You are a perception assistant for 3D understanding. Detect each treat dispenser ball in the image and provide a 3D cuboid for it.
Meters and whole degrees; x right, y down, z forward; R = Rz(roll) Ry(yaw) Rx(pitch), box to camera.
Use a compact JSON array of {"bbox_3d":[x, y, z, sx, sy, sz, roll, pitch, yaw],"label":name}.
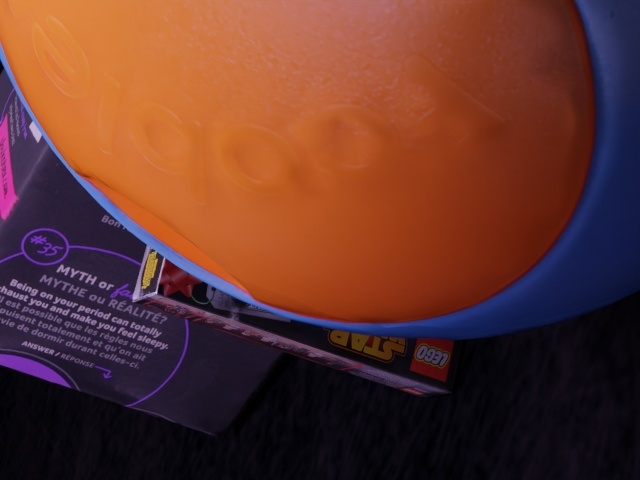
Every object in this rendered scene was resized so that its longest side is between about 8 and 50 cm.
[{"bbox_3d":[0.033,-0.113,0.558,0.288,0.288,0.288,-46,33,43],"label":"treat dispenser ball"}]

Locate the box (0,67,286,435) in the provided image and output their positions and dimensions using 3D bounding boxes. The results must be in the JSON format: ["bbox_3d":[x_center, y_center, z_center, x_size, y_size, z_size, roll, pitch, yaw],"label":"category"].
[{"bbox_3d":[-0.057,-0.061,0.858,0.270,0.165,0.143,-54,28,31],"label":"box"}]

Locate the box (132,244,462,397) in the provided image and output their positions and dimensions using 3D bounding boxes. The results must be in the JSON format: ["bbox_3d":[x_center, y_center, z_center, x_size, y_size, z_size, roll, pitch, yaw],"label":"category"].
[{"bbox_3d":[0.000,0.000,0.724,0.027,0.137,0.094,-17,57,62],"label":"box"}]
